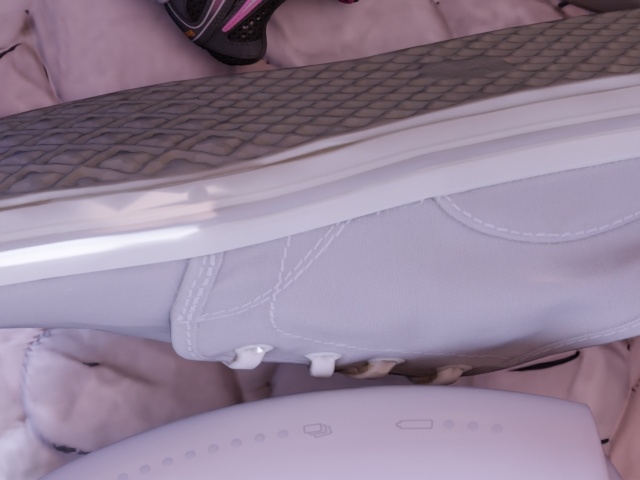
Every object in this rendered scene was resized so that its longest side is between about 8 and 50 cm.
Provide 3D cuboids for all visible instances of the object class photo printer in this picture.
[{"bbox_3d":[0.008,0.204,0.644,0.256,0.107,0.307,-9,67,4],"label":"photo printer"}]

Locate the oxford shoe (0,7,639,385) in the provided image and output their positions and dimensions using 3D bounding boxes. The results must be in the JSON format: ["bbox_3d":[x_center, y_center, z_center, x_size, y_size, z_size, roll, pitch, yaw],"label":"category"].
[{"bbox_3d":[0.000,0.000,0.697,0.449,0.169,0.130,-9,110,-13],"label":"oxford shoe"}]

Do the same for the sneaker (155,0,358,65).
[{"bbox_3d":[0.004,-0.142,0.757,0.178,0.072,0.077,-38,105,-5],"label":"sneaker"}]

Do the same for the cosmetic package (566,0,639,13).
[{"bbox_3d":[0.121,-0.136,0.786,0.115,0.041,0.060,20,80,-9],"label":"cosmetic package"}]
